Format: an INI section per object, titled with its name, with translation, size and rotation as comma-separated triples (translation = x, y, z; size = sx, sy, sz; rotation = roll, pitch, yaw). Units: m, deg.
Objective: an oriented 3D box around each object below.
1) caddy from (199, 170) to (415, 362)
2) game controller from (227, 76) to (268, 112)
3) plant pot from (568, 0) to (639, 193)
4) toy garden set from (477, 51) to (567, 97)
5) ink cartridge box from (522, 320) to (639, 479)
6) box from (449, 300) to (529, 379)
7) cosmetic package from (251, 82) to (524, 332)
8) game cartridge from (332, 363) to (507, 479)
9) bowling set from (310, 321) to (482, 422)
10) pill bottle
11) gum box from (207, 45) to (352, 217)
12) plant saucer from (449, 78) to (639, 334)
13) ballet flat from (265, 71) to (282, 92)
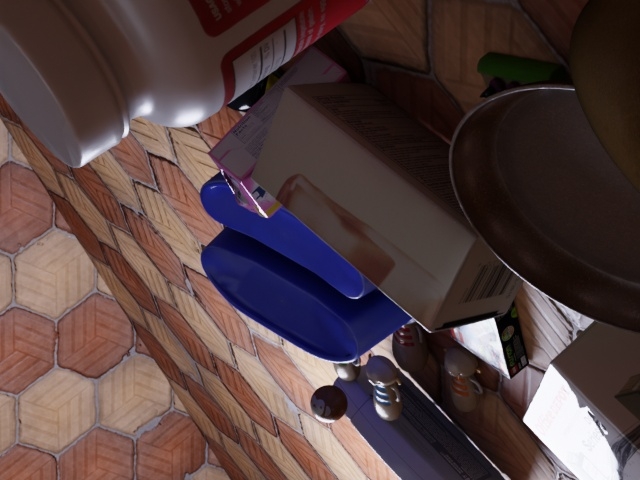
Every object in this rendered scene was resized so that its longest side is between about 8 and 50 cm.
[caddy]
translation = 0.000, 0.000, 1.792
size = 0.341, 0.179, 0.241
rotation = 30, 137, 27
[game controller]
translation = -0.141, -0.302, 1.625
size = 0.319, 0.067, 0.166
rotation = 60, 163, 26
[plant pot]
translation = 0.267, -0.114, 0.904
size = 0.237, 0.237, 0.254
rotation = 59, 175, -19
[toy garden set]
translation = 0.247, -0.052, 1.298
size = 0.204, 0.049, 0.244
rotation = 24, 147, 56
[ink cartridge box]
translation = 0.357, 0.222, 1.445
size = 0.273, 0.115, 0.198
rotation = 46, 161, 18
[box]
translation = 0.192, 0.071, 1.688
size = 0.114, 0.036, 0.207
rotation = 35, 156, 42
[cosmetic package]
translation = 0.083, -0.043, 1.491
size = 0.296, 0.153, 0.129
rotation = 42, 122, 31
[game cartridge]
translation = 0.151, 0.302, 2.033
size = 0.297, 0.062, 0.198
rotation = 46, -157, 19
[bowling set]
translation = 0.074, 0.168, 1.918
size = 0.287, 0.200, 0.154
rotation = 36, 154, 32
[pill bottle]
translation = -0.098, -0.247, 1.191
size = 0.229, 0.408, 0.229
rotation = 45, 160, 21
[gum box]
translation = -0.039, -0.121, 1.603
size = 0.062, 0.188, 0.107
rotation = 41, 173, 28
[plant saucer]
translation = 0.261, -0.031, 1.191
size = 0.311, 0.050, 0.310
rotation = 27, 150, 17
[ballet flat]
translation = -0.037, -0.158, 1.743
size = 0.231, 0.077, 0.077
rotation = 33, 153, 45
